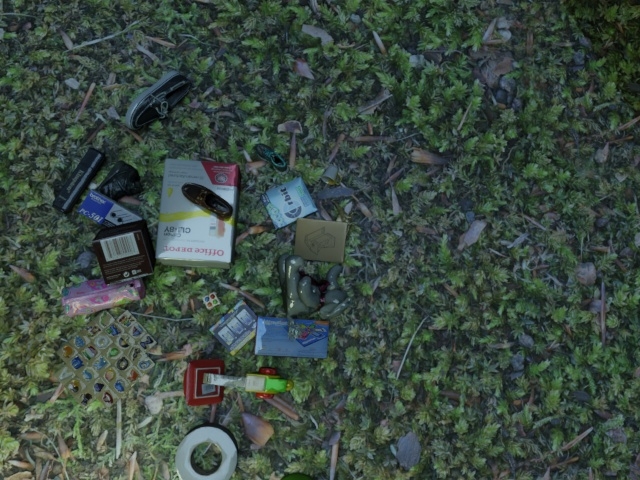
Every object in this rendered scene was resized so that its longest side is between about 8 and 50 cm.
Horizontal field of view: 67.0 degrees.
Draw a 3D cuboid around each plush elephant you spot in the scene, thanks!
[{"bbox_3d":[-0.007,0.193,1.794,0.255,0.272,0.330,-6,84,-13],"label":"plush elephant"}]

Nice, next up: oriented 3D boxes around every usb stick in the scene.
[{"bbox_3d":[-0.933,-0.233,1.872,0.077,0.045,0.278,29,79,-1],"label":"usb stick"}]

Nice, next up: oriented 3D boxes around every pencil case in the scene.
[{"bbox_3d":[-0.792,0.193,1.778,0.284,0.124,0.124,-13,82,-7],"label":"pencil case"}]

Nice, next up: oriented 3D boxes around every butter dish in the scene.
[{"bbox_3d":[-0.443,0.515,1.768,0.160,0.118,0.160,12,73,-46],"label":"butter dish"}]

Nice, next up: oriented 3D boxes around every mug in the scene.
[{"bbox_3d":[0.046,-0.268,1.984,0.062,0.078,0.064,12,67,29],"label":"mug"}]

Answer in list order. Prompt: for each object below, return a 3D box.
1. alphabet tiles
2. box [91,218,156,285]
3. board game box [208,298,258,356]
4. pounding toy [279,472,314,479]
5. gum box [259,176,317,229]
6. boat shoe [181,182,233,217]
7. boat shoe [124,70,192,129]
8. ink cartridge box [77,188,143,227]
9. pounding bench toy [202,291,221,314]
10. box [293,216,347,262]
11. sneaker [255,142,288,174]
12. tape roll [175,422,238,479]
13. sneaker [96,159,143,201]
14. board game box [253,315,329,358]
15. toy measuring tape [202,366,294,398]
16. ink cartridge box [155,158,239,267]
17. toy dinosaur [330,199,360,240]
[{"bbox_3d":[-0.793,0.437,1.791,0.342,0.011,0.285,-43,88,-11],"label":"alphabet tiles"},{"bbox_3d":[-0.700,0.037,1.743,0.168,0.203,0.167,-15,106,-11],"label":"box"},{"bbox_3d":[-0.315,0.331,1.841,0.170,0.048,0.141,-42,89,-11],"label":"board game box"},{"bbox_3d":[-0.059,0.950,1.732,0.237,0.110,0.183,14,79,-3],"label":"pounding toy"},{"bbox_3d":[-0.128,-0.149,1.946,0.184,0.041,0.157,-25,84,-9],"label":"gum box"},{"bbox_3d":[-0.406,-0.151,1.738,0.207,0.073,0.073,27,78,-1],"label":"boat shoe"},{"bbox_3d":[-0.637,-0.542,1.923,0.105,0.113,0.306,36,69,15],"label":"boat shoe"},{"bbox_3d":[-0.787,-0.098,1.817,0.207,0.046,0.097,33,93,-23],"label":"ink cartridge box"},{"bbox_3d":[-0.406,0.243,1.837,0.052,0.065,0.083,-27,85,-10],"label":"pounding bench toy"},{"bbox_3d":[0.000,0.000,1.906,0.201,0.021,0.164,6,95,6],"label":"box"},{"bbox_3d":[-0.193,-0.340,1.954,0.166,0.076,0.065,39,78,2],"label":"sneaker"},{"bbox_3d":[-0.407,0.778,1.743,0.219,0.072,0.219,1,81,-6],"label":"tape roll"},{"bbox_3d":[-0.774,-0.188,1.860,0.130,0.087,0.227,28,73,6],"label":"sneaker"},{"bbox_3d":[-0.108,0.370,1.842,0.281,0.027,0.145,7,81,-16],"label":"board game box"},{"bbox_3d":[-0.262,0.516,1.776,0.330,0.121,0.121,8,80,-10],"label":"toy measuring tape"},{"bbox_3d":[-0.457,-0.096,1.841,0.279,0.160,0.385,4,80,-7],"label":"ink cartridge box"},{"bbox_3d":[0.105,-0.094,1.956,0.092,0.053,0.183,-18,83,-7],"label":"toy dinosaur"}]
